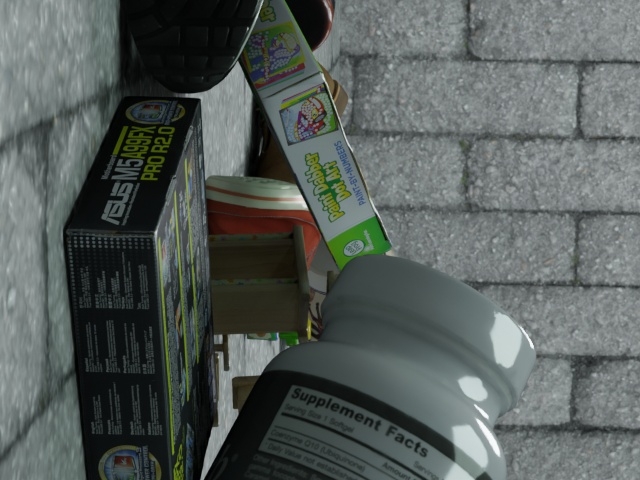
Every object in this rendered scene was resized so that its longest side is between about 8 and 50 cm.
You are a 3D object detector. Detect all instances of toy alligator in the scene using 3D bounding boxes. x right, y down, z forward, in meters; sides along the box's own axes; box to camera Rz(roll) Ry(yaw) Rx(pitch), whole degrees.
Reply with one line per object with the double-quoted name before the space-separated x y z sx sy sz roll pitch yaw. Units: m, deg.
"toy alligator" -0.041 0.112 2.312 0.190 0.056 0.051 77 15 -74

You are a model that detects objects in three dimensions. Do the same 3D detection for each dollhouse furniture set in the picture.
"dollhouse furniture set" -0.035 0.074 1.477 0.101 0.181 0.161 -97 -172 -50

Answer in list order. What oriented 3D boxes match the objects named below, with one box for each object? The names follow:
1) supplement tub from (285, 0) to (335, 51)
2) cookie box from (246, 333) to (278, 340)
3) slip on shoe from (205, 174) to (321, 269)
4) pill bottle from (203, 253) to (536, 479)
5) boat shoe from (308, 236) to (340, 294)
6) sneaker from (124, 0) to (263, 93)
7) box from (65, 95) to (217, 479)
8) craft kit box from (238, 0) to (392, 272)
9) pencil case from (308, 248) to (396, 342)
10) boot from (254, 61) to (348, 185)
"supplement tub" -0.031 -0.303 1.987 0.198 0.106 0.106 -82 172 -55
"cookie box" -0.068 0.051 2.027 0.092 0.040 0.107 -83 172 -49
"slip on shoe" -0.059 0.014 1.677 0.331 0.123 0.101 94 3 -72
"pill bottle" 0.015 0.208 1.277 0.363 0.210 0.210 -61 165 -21
"boat shoe" 0.000 0.000 2.153 0.341 0.127 0.158 -101 -169 -54
"sneaker" -0.079 -0.243 1.262 0.124 0.107 0.283 42 49 -79
"box" -0.120 0.062 1.192 0.216 0.060 0.270 -80 170 -61
"craft kit box" -0.034 -0.136 1.382 0.247 0.061 0.250 70 -4 -53
"pencil case" 0.037 0.069 2.644 0.410 0.159 0.184 -59 138 -82
"boot" -0.049 -0.132 2.070 0.115 0.112 0.305 54 29 -28
